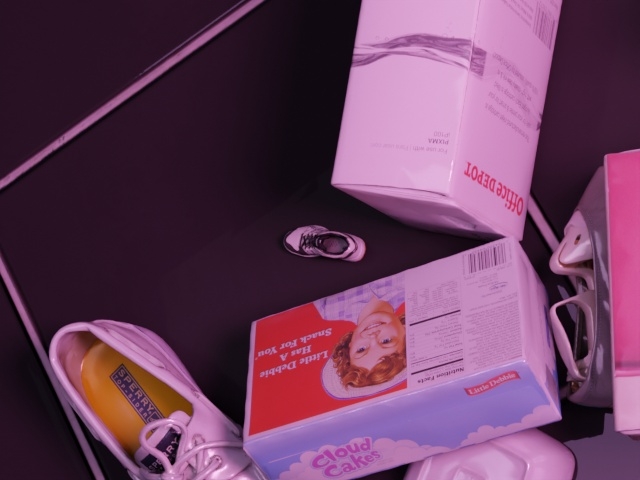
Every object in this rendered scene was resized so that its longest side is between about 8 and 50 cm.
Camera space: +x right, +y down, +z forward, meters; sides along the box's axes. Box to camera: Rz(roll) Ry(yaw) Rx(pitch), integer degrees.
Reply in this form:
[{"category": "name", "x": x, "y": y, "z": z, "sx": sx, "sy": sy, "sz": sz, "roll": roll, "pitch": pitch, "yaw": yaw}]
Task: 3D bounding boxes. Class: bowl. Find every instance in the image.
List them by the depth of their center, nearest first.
[{"category": "bowl", "x": 0.137, "y": 0.220, "z": 1.556, "sx": 0.142, "sy": 0.053, "sz": 0.142, "roll": 24, "pitch": 91, "yaw": 26}]

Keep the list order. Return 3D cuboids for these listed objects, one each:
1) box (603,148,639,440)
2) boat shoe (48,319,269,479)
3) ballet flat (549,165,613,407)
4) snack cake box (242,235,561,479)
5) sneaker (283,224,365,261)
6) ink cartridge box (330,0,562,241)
[{"category": "box", "x": 0.314, "y": 0.048, "z": 1.461, "sx": 0.127, "sy": 0.148, "sz": 0.232, "roll": -5, "pitch": 78, "yaw": 22}, {"category": "boat shoe", "x": -0.123, "y": 0.198, "z": 1.612, "sx": 0.136, "sy": 0.156, "sz": 0.367, "roll": -47, "pitch": 66, "yaw": 8}, {"category": "ballet flat", "x": 0.232, "y": 0.039, "z": 1.534, "sx": 0.068, "sy": 0.072, "sz": 0.213, "roll": -1, "pitch": 79, "yaw": -9}, {"category": "snack cake box", "x": 0.069, "y": 0.113, "z": 1.550, "sx": 0.264, "sy": 0.089, "sz": 0.152, "roll": -18, "pitch": 42, "yaw": 19}, {"category": "sneaker", "x": 0.000, "y": 0.000, "z": 1.666, "sx": 0.083, "sy": 0.037, "sz": 0.032, "roll": 5, "pitch": 83, "yaw": 25}, {"category": "ink cartridge box", "x": 0.118, "y": -0.156, "z": 1.552, "sx": 0.117, "sy": 0.207, "sz": 0.283, "roll": 7, "pitch": 82, "yaw": 25}]
